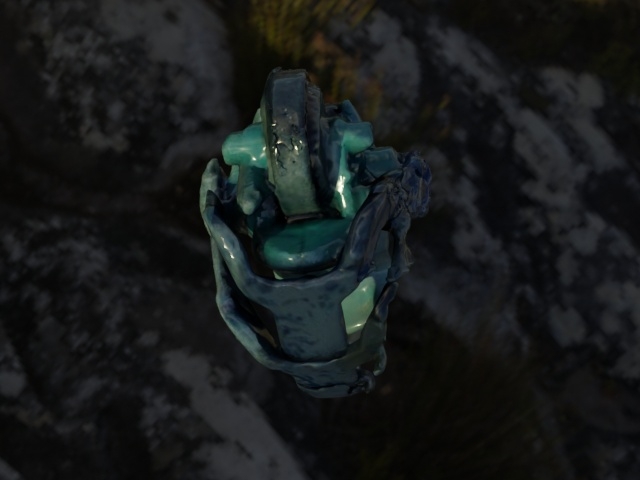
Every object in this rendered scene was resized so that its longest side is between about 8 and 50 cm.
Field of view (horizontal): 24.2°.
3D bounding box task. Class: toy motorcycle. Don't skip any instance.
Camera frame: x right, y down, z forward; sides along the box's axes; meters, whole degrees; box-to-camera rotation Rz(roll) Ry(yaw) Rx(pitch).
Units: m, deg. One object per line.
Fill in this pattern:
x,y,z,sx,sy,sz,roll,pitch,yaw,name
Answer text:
0.000,0.000,0.983,0.260,0.154,0.206,41,43,-80,toy motorcycle
